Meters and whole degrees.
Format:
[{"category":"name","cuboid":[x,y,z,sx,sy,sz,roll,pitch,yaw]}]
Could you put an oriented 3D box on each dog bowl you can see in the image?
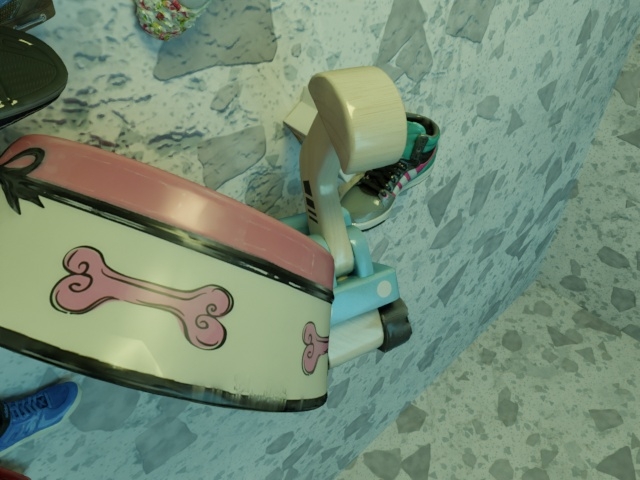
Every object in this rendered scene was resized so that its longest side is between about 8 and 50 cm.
[{"category":"dog bowl","cuboid":[-0.164,0.032,0.484,0.408,0.407,0.151,32,74,-55]}]

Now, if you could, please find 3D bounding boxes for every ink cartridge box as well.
[{"category":"ink cartridge box","cuboid":[0.016,-0.182,0.745,0.090,0.092,0.143,-50,144,-3]}]

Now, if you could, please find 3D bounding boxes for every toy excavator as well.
[{"category":"toy excavator","cuboid":[0.000,0.000,0.720,0.222,0.433,0.446,-18,101,-23]}]

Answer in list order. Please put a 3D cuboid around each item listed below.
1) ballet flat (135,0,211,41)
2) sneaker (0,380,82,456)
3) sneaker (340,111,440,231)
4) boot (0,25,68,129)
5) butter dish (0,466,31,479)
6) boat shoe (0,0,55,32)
[{"category":"ballet flat","cuboid":[-0.121,-0.324,0.475,0.091,0.077,0.241,12,111,-54]},{"category":"sneaker","cuboid":[-0.427,0.246,0.639,0.152,0.058,0.085,-30,148,-20]},{"category":"sneaker","cuboid":[0.137,-0.154,0.877,0.295,0.123,0.178,-43,150,-28]},{"category":"boot","cuboid":[-0.340,-0.082,0.381,0.236,0.085,0.178,-35,-179,-34]},{"category":"butter dish","cuboid":[-0.511,0.408,0.629,0.160,0.118,0.160,-36,143,-17]},{"category":"boat shoe","cuboid":[-0.315,-0.175,0.391,0.183,0.066,0.066,-40,151,-12]}]
